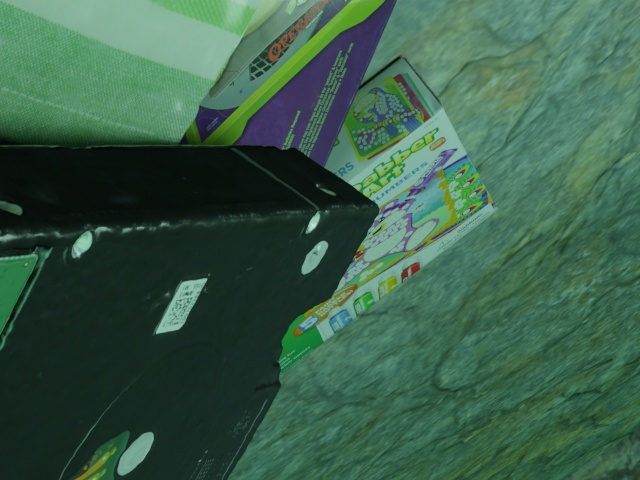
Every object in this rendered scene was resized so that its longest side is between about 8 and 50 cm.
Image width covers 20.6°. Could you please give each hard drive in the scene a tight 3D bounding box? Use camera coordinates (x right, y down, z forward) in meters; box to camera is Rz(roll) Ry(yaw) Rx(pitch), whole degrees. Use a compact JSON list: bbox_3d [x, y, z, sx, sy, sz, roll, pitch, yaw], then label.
[{"bbox_3d":[-0.119,0.074,0.681,0.237,0.064,0.339,-61,160,16],"label":"hard drive"}]

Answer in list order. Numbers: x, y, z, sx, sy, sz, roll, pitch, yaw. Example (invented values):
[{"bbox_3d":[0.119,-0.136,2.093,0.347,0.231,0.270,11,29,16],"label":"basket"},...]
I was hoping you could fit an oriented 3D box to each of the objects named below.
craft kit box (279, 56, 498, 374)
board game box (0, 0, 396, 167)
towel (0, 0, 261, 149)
[{"bbox_3d":[0.000,0.000,1.278,0.250,0.061,0.246,-38,157,3],"label":"craft kit box"},{"bbox_3d":[-0.058,-0.091,0.786,0.208,0.056,0.346,5,114,-54],"label":"board game box"},{"bbox_3d":[-0.059,-0.186,0.632,0.248,0.038,0.324,16,106,-58],"label":"towel"}]
